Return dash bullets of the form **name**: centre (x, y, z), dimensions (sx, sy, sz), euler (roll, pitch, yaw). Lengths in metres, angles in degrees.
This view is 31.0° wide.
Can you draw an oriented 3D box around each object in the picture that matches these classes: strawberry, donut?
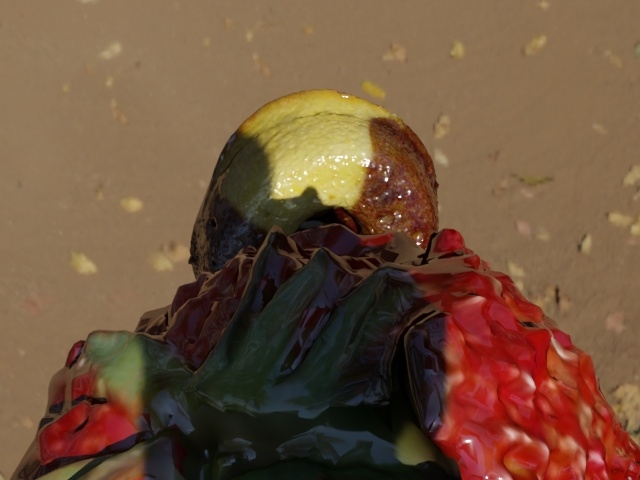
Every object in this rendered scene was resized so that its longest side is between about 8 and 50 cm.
- **strawberry**: centre (0.018, 0.126, 0.461), dimensions (0.261, 0.258, 0.261), euler (-23, 38, 19)
- **donut**: centre (0.000, 0.000, 0.754), dimensions (0.166, 0.184, 0.073), euler (30, 18, -19)
